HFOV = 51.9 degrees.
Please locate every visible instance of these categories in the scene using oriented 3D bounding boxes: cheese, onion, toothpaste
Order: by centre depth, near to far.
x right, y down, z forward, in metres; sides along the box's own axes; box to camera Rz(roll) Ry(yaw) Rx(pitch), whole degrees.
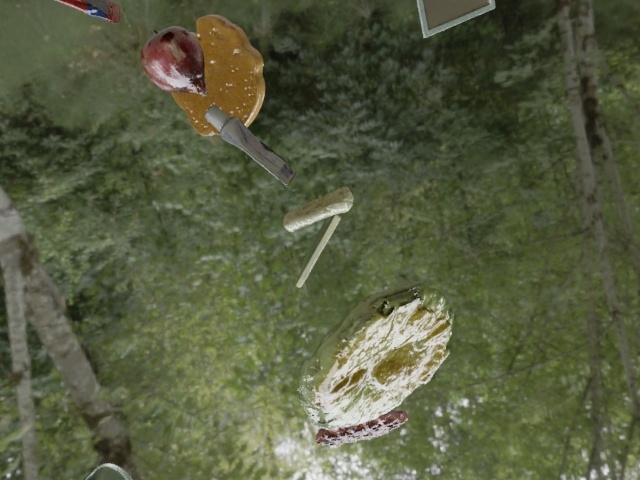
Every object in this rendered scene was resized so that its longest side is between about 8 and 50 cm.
[{"bbox_3d":[-0.006,-0.074,1.601,0.194,0.043,0.065,-22,-138,27],"label":"cheese"},{"bbox_3d":[-0.348,-0.426,1.616,0.159,0.195,0.159,-39,-176,3],"label":"onion"},{"bbox_3d":[-0.181,-0.249,1.710,0.099,0.282,0.068,-56,-170,-35],"label":"toothpaste"}]

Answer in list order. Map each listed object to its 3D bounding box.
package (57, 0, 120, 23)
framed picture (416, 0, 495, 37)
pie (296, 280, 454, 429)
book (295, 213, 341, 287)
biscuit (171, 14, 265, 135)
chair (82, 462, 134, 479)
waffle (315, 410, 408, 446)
[{"bbox_3d":[-0.565,-0.563,1.526,0.200,0.083,0.022,14,138,-28],"label":"package"},{"bbox_3d":[0.317,-0.662,1.603,0.216,0.273,0.016,-24,-145,-9],"label":"framed picture"},{"bbox_3d":[0.092,0.184,1.049,0.306,0.306,0.071,-15,-141,-34],"label":"pie"},{"bbox_3d":[0.000,0.000,1.751,0.020,0.208,0.295,28,-170,-3],"label":"book"},{"bbox_3d":[-0.307,-0.477,1.892,0.312,0.351,0.057,-34,-175,31],"label":"biscuit"},{"bbox_3d":[-0.284,0.468,0.917,0.190,0.203,0.275,-38,-143,-26],"label":"chair"},{"bbox_3d":[0.102,0.494,1.732,0.234,0.055,0.221,-1,152,-31],"label":"waffle"}]
